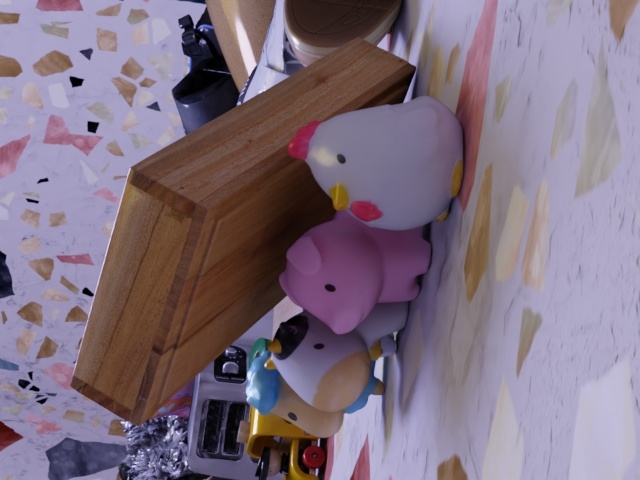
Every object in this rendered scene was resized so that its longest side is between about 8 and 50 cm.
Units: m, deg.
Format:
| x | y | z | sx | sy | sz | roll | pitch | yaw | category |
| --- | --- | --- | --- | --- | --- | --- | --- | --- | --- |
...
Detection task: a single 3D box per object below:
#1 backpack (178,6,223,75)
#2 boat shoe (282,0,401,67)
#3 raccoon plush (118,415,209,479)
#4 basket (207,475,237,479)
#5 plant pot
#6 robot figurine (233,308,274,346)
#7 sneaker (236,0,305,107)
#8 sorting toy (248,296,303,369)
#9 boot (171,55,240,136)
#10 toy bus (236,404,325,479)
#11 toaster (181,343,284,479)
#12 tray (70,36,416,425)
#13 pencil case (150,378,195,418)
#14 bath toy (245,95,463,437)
| x | y | z | sx | sy | sz | roll | pitch | yaw | category |
| --- | --- | --- | --- | --- | --- | --- | --- | --- | --- |
| -0.120 | -0.300 | 2.384 | 0.213 | 0.276 | 0.263 | -64 | -4 | -45 | backpack |
| 0.030 | -0.244 | 1.471 | 0.341 | 0.122 | 0.110 | -71 | -12 | -60 | boat shoe |
| -0.247 | 0.267 | 2.276 | 0.446 | 0.216 | 0.299 | 53 | -160 | -76 | raccoon plush |
| -0.146 | 0.462 | 2.167 | 0.227 | 0.154 | 0.204 | 113 | 179 | -56 | basket |
| -0.055 | -0.307 | 2.051 | 0.237 | 0.237 | 0.254 | 123 | 139 | -79 | plant pot |
| -0.093 | -0.011 | 1.953 | 0.300 | 0.200 | 0.353 | 160 | 118 | -73 | robot figurine |
| -0.025 | -0.252 | 1.777 | 0.210 | 0.137 | 0.366 | 109 | 177 | -72 | sneaker |
| 0.000 | 0.056 | 1.535 | 0.274 | 0.046 | 0.132 | -43 | 37 | 49 | sorting toy |
| -0.142 | -0.047 | 2.194 | 0.367 | 0.146 | 0.445 | -91 | -7 | -61 | boot |
| -0.048 | 0.234 | 1.625 | 0.202 | 0.104 | 0.191 | -101 | 19 | -76 | toy bus |
| -0.102 | 0.244 | 1.855 | 0.110 | 0.168 | 0.185 | -98 | 17 | -68 | toaster |
| -0.049 | -0.025 | 1.134 | 0.411 | 0.076 | 0.203 | -42 | -24 | -58 | tray |
| -0.191 | 0.206 | 1.986 | 0.284 | 0.124 | 0.124 | 5 | -87 | -56 | pencil case |
| 0.018 | 0.024 | 1.068 | 0.348 | 0.129 | 0.151 | 105 | 172 | -50 | bath toy |
